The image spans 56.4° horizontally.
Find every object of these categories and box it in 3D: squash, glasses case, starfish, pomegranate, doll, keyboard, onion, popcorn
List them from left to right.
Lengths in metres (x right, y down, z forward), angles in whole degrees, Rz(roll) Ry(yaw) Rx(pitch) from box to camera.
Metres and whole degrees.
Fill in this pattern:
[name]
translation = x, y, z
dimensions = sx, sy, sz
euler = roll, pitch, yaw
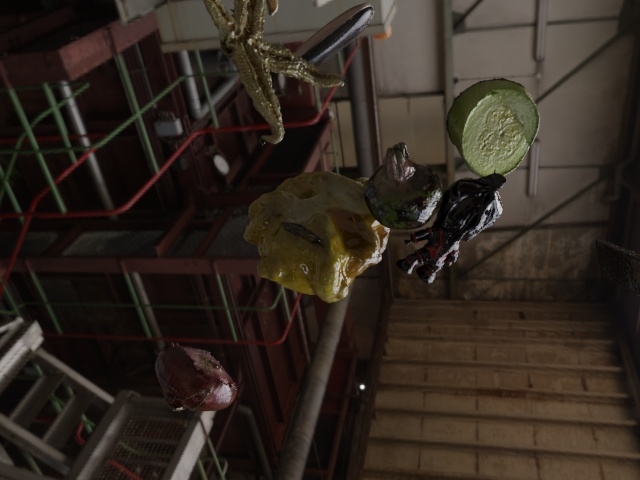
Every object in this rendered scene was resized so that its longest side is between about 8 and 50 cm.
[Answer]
[onion]
translation = -0.343, 0.376, 1.628
dimensions = 0.161, 0.248, 0.248
euler = -43, -146, 7
[starfish]
translation = -0.114, -0.427, 1.385
dimensions = 0.324, 0.082, 0.432
euler = -22, -104, -46
[popcorn]
translation = 0.000, 0.000, 1.252
dimensions = 0.316, 0.281, 0.297
euler = -2, -129, -19
[glasses case]
translation = 0.027, -0.597, 1.783
dimensions = 0.314, 0.075, 0.122
euler = -34, -179, 17
[pomegranate]
translation = 0.146, -0.099, 1.042
dimensions = 0.138, 0.163, 0.125
euler = 15, -151, 29
[doll]
translation = 0.244, -0.030, 1.099
dimensions = 0.088, 0.248, 0.127
euler = 47, -154, 26
[squash]
translation = 0.415, -0.268, 1.402
dimensions = 0.220, 0.220, 0.133
euler = -8, -150, 1
[keyboard]
translation = 0.672, 0.082, 1.212
dimensions = 0.027, 0.106, 0.317
euler = -22, -161, -5
